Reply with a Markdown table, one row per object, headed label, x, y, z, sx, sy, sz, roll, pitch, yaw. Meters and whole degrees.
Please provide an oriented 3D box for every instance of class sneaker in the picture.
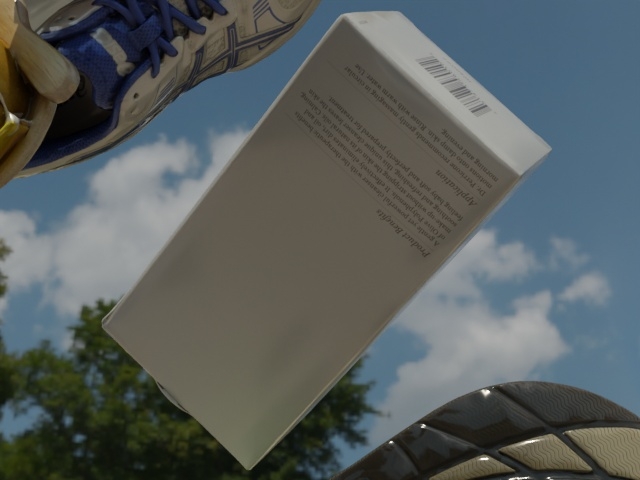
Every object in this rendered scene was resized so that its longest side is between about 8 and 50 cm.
| label | x | y | z | sx | sy | sz | roll | pitch | yaw |
| --- | --- | --- | --- | --- | --- | --- | --- | --- | --- |
| sneaker | -0.101 | -0.130 | 0.661 | 0.296 | 0.131 | 0.112 | -38 | -78 | 19 |

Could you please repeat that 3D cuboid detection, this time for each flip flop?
| label | x | y | z | sx | sy | sz | roll | pitch | yaw |
| --- | --- | --- | --- | --- | --- | --- | --- | --- | --- |
| flip flop | 0.058 | 0.165 | 0.558 | 0.277 | 0.112 | 0.080 | -26 | -33 | -3 |

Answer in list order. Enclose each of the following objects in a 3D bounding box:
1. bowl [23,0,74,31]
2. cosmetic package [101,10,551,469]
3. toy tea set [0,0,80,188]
| label | x | y | z | sx | sy | sz | roll | pitch | yaw |
| --- | --- | --- | --- | --- | --- | --- | --- | --- | --- |
| bowl | -0.337 | -0.317 | 1.091 | 0.134 | 0.298 | 0.298 | 46 | -39 | -3 |
| cosmetic package | 0.000 | 0.000 | 0.911 | 0.197 | 0.155 | 0.365 | 45 | -65 | 7 |
| toy tea set | -0.129 | -0.186 | 0.423 | 0.200 | 0.336 | 0.124 | 39 | 0 | 36 |
